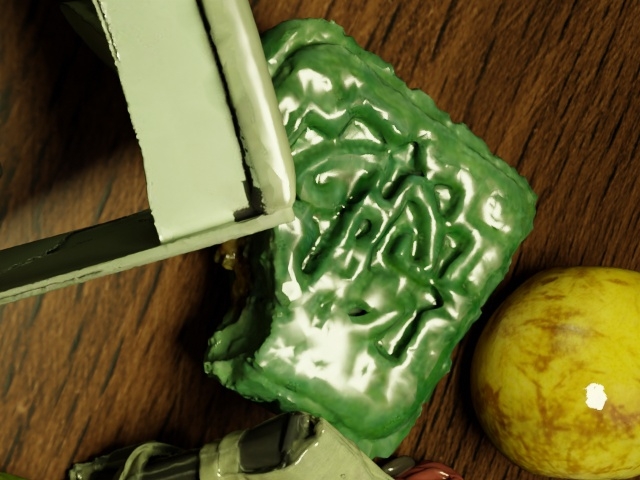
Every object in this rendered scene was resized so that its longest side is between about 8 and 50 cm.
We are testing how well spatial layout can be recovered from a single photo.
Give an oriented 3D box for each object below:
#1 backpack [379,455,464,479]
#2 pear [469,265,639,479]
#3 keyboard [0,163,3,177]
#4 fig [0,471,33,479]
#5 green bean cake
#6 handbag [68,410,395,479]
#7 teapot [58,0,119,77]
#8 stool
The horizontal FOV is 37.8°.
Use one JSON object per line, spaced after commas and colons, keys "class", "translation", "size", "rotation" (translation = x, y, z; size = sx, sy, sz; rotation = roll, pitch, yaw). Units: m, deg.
{"class": "backpack", "translation": [0.100, 0.377, 1.086], "size": [0.229, 0.139, 0.229], "rotation": [-12, 108, -41]}
{"class": "pear", "translation": [0.320, 0.163, 1.151], "size": [0.281, 0.281, 0.280], "rotation": [-12, 108, -39]}
{"class": "keyboard", "translation": [-0.359, -0.050, 0.661], "size": [0.262, 0.016, 0.106], "rotation": [-23, 115, -36]}
{"class": "fig", "translation": [-0.271, 0.277, 0.740], "size": [0.167, 0.167, 0.233], "rotation": [18, 129, -42]}
{"class": "green bean cake", "translation": [0.000, 0.000, 0.828], "size": [0.300, 0.169, 0.307], "rotation": [34, 81, -15]}
{"class": "handbag", "translation": [-0.058, 0.253, 0.834], "size": [0.253, 0.316, 0.109], "rotation": [49, 37, -34]}
{"class": "teapot", "translation": [-0.088, -0.238, 0.760], "size": [0.251, 0.183, 0.183], "rotation": [-46, 128, -8]}
{"class": "stool", "translation": [-0.175, -0.104, 0.609], "size": [0.270, 0.170, 0.243], "rotation": [-17, 102, -5]}
